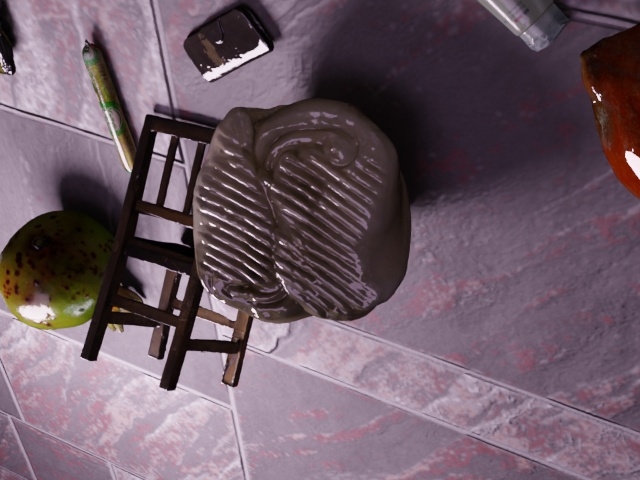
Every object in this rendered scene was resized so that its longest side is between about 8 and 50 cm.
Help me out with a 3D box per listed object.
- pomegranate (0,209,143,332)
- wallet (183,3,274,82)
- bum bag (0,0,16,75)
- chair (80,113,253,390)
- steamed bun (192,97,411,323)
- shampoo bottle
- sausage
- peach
[{"bbox_3d":[-0.470,0.089,2.020,0.231,0.231,0.286,2,128,37],"label":"pomegranate"},{"bbox_3d":[-0.135,-0.283,1.553,0.157,0.018,0.082,-15,118,47],"label":"wallet"},{"bbox_3d":[-0.544,-0.365,1.759,0.107,0.060,0.232,34,141,20],"label":"bum bag"},{"bbox_3d":[-0.215,0.024,1.813,0.203,0.416,0.240,17,-179,26],"label":"chair"},{"bbox_3d":[-0.017,-0.050,1.547,0.310,0.219,0.324,2,106,18],"label":"steamed bun"},{"bbox_3d":[0.194,-0.306,1.244,0.212,0.049,0.072,42,137,-5],"label":"shampoo bottle"},{"bbox_3d":[-0.343,-0.214,1.774,0.033,0.033,0.269,13,136,29],"label":"sausage"},{"bbox_3d":[0.389,-0.141,1.117,0.257,0.232,0.232,24,143,-11],"label":"peach"}]
